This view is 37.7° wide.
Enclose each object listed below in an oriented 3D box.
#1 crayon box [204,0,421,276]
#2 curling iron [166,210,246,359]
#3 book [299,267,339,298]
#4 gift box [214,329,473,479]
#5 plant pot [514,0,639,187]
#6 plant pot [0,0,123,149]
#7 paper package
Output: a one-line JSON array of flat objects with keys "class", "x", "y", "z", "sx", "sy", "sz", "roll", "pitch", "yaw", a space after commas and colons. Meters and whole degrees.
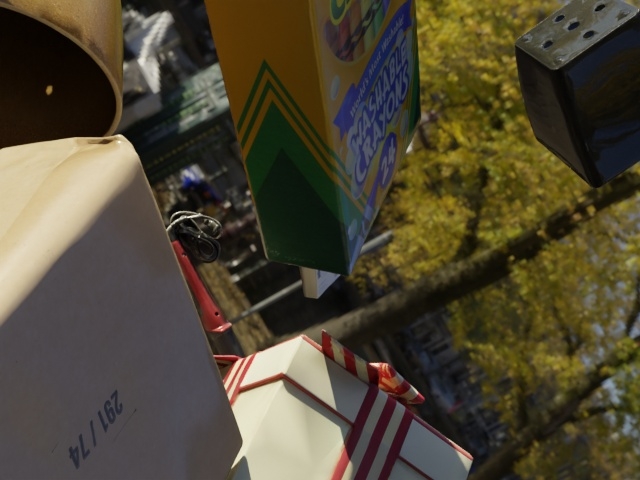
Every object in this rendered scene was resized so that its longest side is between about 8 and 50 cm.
[{"class": "crayon box", "x": 0.005, "y": -0.155, "z": 0.714, "sx": 0.323, "sy": 0.083, "sz": 0.203, "roll": 79, "pitch": 29, "yaw": -47}, {"class": "curling iron", "x": -0.113, "y": 0.091, "z": 1.113, "sx": 0.035, "sy": 0.068, "sz": 0.274, "roll": 167, "pitch": -97, "yaw": -83}, {"class": "book", "x": 0.000, "y": 0.000, "z": 1.390, "sx": 0.096, "sy": 0.035, "sz": 0.144, "roll": -42, "pitch": 130, "yaw": -53}, {"class": "gift box", "x": -0.034, "y": 0.235, "z": 0.917, "sx": 0.276, "sy": 0.258, "sz": 0.255, "roll": 41, "pitch": -34, "yaw": -19}, {"class": "plant pot", "x": 0.363, "y": -0.214, "z": 1.221, "sx": 0.167, "sy": 0.188, "sz": 0.187, "roll": 53, "pitch": 5, "yaw": -31}, {"class": "plant pot", "x": -0.292, "y": -0.248, "z": 0.909, "sx": 0.237, "sy": 0.237, "sz": 0.254, "roll": 55, "pitch": 33, "yaw": -55}, {"class": "paper package", "x": -0.210, "y": 0.144, "z": 0.632, "sx": 0.325, "sy": 0.168, "sz": 0.309, "roll": -63, "pitch": 145, "yaw": -50}]
